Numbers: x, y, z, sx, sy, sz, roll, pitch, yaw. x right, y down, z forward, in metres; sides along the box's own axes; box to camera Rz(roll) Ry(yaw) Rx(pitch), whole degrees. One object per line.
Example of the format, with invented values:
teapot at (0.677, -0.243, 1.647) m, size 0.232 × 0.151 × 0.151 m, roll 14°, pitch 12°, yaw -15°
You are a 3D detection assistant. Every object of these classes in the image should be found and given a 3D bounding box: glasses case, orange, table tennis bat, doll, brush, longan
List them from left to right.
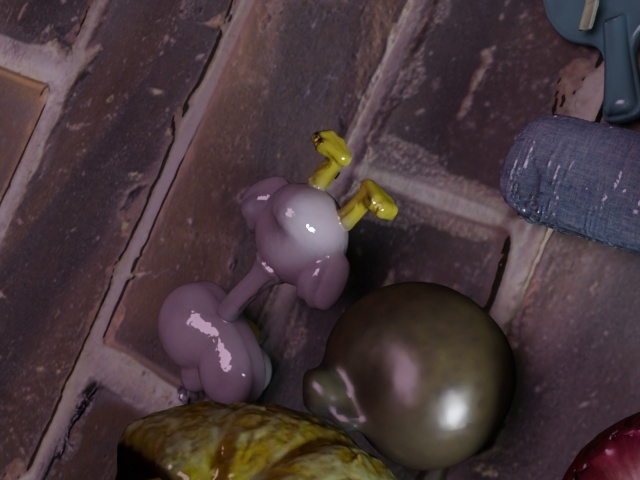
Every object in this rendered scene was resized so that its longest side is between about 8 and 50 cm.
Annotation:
doll at (-0.067, 0.052, 1.219) m, size 0.160 × 0.094 × 0.365 m, roll 51°, pitch 125°, yaw 22°
orange at (-0.022, 0.282, 1.071) m, size 0.210 × 0.271 × 0.368 m, roll -33°, pitch 46°, yaw -31°
longan at (0.081, 0.126, 1.073) m, size 0.185 × 0.204 × 0.159 m, roll -115°, pitch 25°, yaw -43°
brush at (0.271, -0.245, 1.141) m, size 0.016 × 0.013 × 0.084 m, roll 8°, pitch 80°, yaw 47°
table tennis bat at (0.292, -0.227, 1.143) m, size 0.153 × 0.040 × 0.244 m, roll -13°, pitch 64°, yaw 32°
glasses case at (0.294, -0.042, 1.063) m, size 0.282 × 0.067 × 0.109 m, roll 19°, pitch 90°, yaw 34°

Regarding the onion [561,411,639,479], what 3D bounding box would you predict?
onion at (0.302, 0.244, 0.908) m, size 0.248 × 0.161 × 0.248 m, roll -18°, pitch 63°, yaw 40°
